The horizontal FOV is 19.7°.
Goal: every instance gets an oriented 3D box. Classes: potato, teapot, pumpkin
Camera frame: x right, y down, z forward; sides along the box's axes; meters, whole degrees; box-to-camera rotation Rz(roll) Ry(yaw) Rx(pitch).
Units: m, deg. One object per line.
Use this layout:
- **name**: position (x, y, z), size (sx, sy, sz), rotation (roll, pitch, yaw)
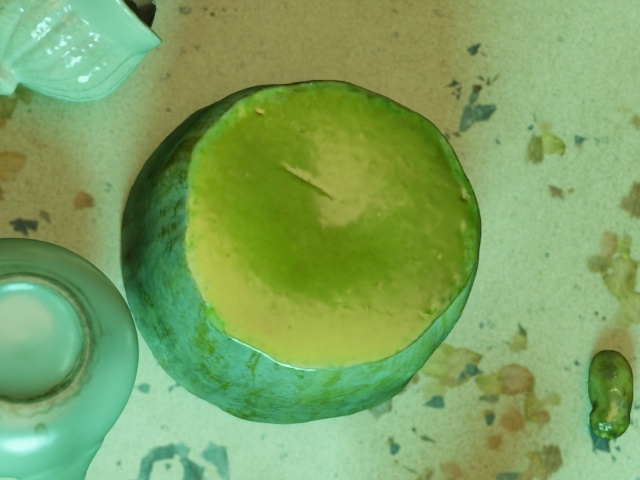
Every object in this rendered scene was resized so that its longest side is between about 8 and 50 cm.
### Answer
- **potato**: position (0.285, 0.153, 1.808), size (0.045, 0.046, 0.092), rotation (-5, 68, 18)
- **teapot**: position (-0.319, 0.101, 1.583), size (0.318, 0.149, 0.220), rotation (12, 70, -8)
- **pumpkin**: position (0.000, 0.000, 1.675), size (0.332, 0.199, 0.332), rotation (4, 77, -19)

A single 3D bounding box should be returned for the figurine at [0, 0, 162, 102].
- **figurine**: position (-0.200, -0.265, 1.700), size (0.185, 0.204, 0.332), rotation (35, 43, -6)
